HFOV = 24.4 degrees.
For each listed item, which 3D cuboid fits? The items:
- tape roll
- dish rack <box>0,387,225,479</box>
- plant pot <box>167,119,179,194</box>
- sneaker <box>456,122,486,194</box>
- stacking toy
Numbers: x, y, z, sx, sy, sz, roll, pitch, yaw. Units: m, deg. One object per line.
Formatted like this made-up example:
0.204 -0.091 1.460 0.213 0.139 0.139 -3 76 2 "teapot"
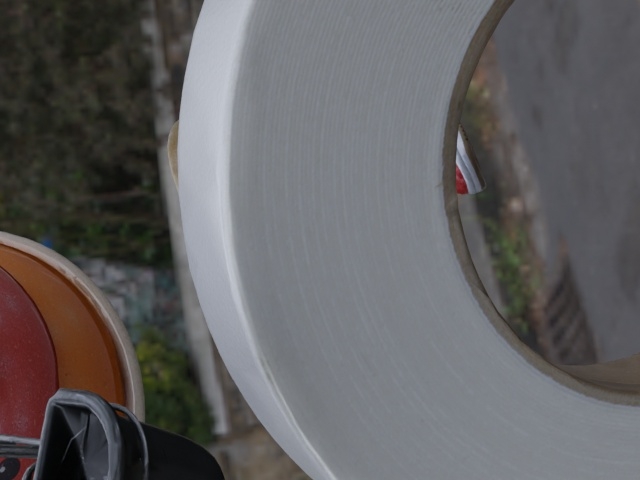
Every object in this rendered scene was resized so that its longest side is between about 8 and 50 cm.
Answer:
0.134 -0.037 0.640 0.072 0.392 0.392 -164 68 -70 "tape roll"
-0.148 0.160 0.559 0.271 0.074 0.208 -2 73 45 "dish rack"
0.000 0.000 0.950 0.032 0.236 0.236 -41 41 19 "plant pot"
0.043 -0.044 0.787 0.118 0.067 0.042 -120 9 -67 "sneaker"
-0.350 0.109 1.100 0.480 0.351 0.350 63 -163 -73 "stacking toy"
